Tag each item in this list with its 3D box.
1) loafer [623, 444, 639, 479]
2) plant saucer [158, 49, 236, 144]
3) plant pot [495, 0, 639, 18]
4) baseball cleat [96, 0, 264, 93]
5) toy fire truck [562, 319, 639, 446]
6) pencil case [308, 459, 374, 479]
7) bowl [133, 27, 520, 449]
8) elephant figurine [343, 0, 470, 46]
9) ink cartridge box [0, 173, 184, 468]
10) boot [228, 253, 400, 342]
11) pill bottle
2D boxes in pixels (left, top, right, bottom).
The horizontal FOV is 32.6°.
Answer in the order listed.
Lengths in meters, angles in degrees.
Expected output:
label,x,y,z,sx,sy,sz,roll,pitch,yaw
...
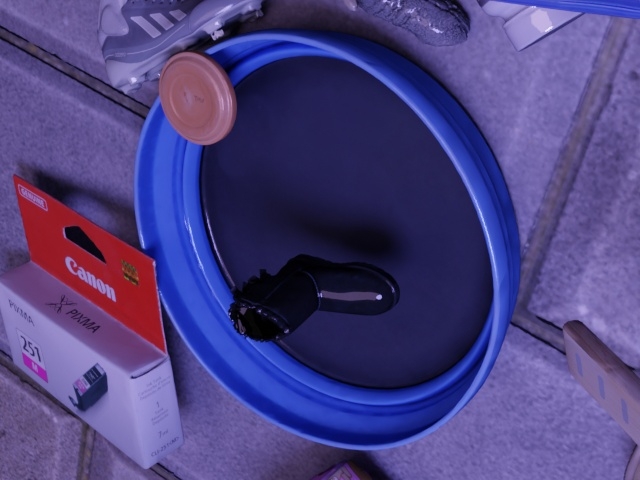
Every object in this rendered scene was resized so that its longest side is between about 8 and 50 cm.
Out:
label,x,y,z,sx,sy,sz,roll,pitch,yaw
loafer,0.281,0.163,0.871,0.050,0.056,0.148,25,124,33
plant saucer,-0.109,-0.123,0.952,0.083,0.013,0.084,16,120,30
plant pot,0.234,-0.236,0.609,0.235,0.236,0.212,13,111,32
baseball cleat,-0.141,-0.211,0.999,0.205,0.072,0.110,-23,90,37
toy fire truck,0.240,0.068,0.587,0.246,0.158,0.217,2,114,24
pencil case,0.093,0.389,1.055,0.386,0.167,0.160,46,166,10
bowl,0.000,0.000,0.990,0.391,0.077,0.391,16,119,31
elephant figurine,-0.008,-0.252,0.823,0.239,0.186,0.169,29,119,28
ink cartridge box,-0.263,0.084,1.184,0.275,0.060,0.239,27,134,39
boot,-0.009,0.051,0.903,0.121,0.099,0.045,13,120,32
pill bottle,0.136,-0.211,0.787,0.078,0.078,0.137,-30,92,41
